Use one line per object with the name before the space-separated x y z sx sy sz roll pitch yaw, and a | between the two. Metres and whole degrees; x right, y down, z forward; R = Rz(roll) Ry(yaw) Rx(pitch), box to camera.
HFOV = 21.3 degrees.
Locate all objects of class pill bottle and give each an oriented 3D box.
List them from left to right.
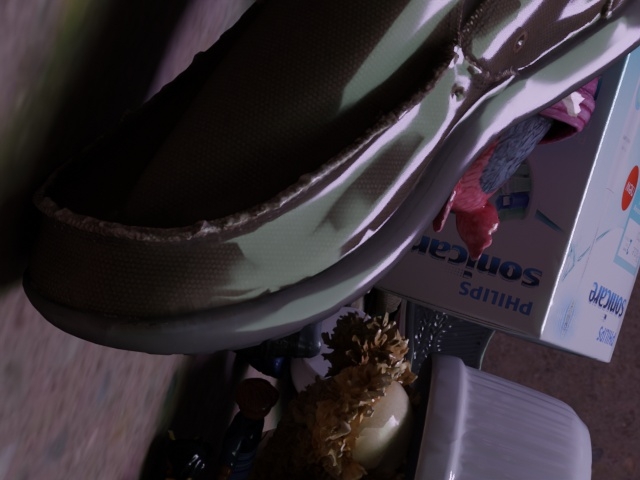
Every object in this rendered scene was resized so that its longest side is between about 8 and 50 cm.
pill bottle | 0.018 0.111 1.388 0.152 0.086 0.086 86 24 -65

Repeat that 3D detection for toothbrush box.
toothbrush box | 0.160 -0.079 1.139 0.216 0.126 0.295 24 85 -68

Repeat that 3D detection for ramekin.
ramekin | 0.098 0.184 1.082 0.207 0.109 0.207 -166 -90 -90

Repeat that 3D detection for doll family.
doll family | -0.070 0.158 0.999 0.193 0.076 0.111 -84 -176 -52

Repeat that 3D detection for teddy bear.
teddy bear | -0.010 0.165 1.132 0.338 0.113 0.245 -86 -168 -84

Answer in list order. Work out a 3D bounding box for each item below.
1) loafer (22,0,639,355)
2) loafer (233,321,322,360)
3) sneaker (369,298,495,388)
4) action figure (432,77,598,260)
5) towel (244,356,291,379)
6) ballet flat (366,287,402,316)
loafer | 0.010 -0.088 0.721 0.366 0.134 0.130 -40 132 -34
loafer | 0.000 0.000 1.095 0.223 0.078 0.076 -63 166 -49
sneaker | 0.097 0.071 1.541 0.178 0.124 0.295 -147 -110 -68
action figure | 0.120 -0.170 0.971 0.248 0.276 0.370 78 17 -83
towel | -0.022 0.037 1.193 0.067 0.029 0.119 72 36 -76
ballet flat | 0.083 0.050 1.726 0.250 0.058 0.084 85 26 -67
